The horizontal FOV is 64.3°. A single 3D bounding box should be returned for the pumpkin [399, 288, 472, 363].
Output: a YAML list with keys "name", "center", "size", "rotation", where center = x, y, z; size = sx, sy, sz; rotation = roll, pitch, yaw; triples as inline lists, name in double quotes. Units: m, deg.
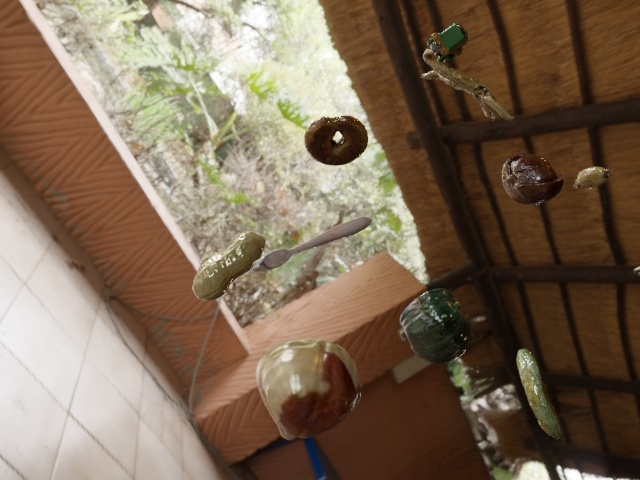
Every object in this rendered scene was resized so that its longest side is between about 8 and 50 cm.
- name: "pumpkin"
  center: [0.458, 0.363, 1.984]
  size: [0.293, 0.263, 0.197]
  rotation: [51, 11, -40]

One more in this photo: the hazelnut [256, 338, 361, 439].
- name: "hazelnut"
  center: [-0.041, 0.351, 1.197]
  size: [0.261, 0.261, 0.241]
  rotation: [-145, -116, -76]

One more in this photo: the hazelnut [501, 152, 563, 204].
- name: "hazelnut"
  center: [0.690, -0.200, 1.660]
  size: [0.160, 0.170, 0.202]
  rotation: [57, -6, -21]

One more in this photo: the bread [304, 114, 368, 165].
- name: "bread"
  center: [0.046, -0.290, 1.467]
  size: [0.193, 0.193, 0.064]
  rotation: [67, 14, -52]

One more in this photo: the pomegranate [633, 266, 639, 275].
- name: "pomegranate"
  center: [1.183, 0.052, 1.629]
  size: [0.242, 0.306, 0.242]
  rotation: [-12, 90, -88]

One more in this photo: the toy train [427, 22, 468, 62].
- name: "toy train"
  center: [0.476, -0.722, 1.850]
  size: [0.228, 0.136, 0.091]
  rotation: [-30, 90, -52]

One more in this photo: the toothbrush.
- name: "toothbrush"
  center: [0.000, 0.000, 0.802]
  size: [0.307, 0.030, 0.025]
  rotation: [-22, 89, -53]

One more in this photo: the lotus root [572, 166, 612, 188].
- name: "lotus root"
  center: [0.939, -0.217, 1.773]
  size: [0.072, 0.063, 0.152]
  rotation: [58, -25, 2]

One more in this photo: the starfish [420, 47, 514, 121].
- name: "starfish"
  center: [0.526, -0.576, 1.889]
  size: [0.432, 0.082, 0.324]
  rotation: [27, 15, -12]

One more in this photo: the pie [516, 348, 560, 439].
- name: "pie"
  center: [0.707, 0.495, 1.656]
  size: [0.302, 0.067, 0.302]
  rotation: [54, 24, -38]

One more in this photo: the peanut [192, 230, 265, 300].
- name: "peanut"
  center: [-0.281, 0.072, 1.561]
  size: [0.125, 0.274, 0.111]
  rotation: [29, -28, 43]
